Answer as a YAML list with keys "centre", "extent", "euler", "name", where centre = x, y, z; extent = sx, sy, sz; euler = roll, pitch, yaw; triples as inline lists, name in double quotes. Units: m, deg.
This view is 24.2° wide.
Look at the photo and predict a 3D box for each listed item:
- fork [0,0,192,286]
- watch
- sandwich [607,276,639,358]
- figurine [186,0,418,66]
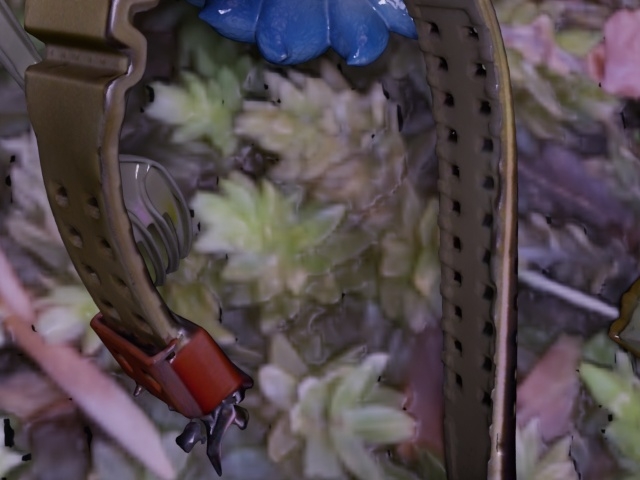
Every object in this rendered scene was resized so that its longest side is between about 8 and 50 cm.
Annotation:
- centre: [-0.091, -0.055, 0.489]
  extent: [0.034, 0.028, 0.219]
  euler: [-44, 134, -17]
  name: "fork"
- centre: [-0.006, -0.005, 0.506]
  extent: [0.164, 0.102, 0.268]
  euler: [-17, 110, -31]
  name: "watch"
- centre: [0.235, -0.025, 0.620]
  extent: [0.186, 0.108, 0.220]
  euler: [32, 76, -13]
  name: "sandwich"
- centre: [-0.015, -0.113, 0.561]
  extent: [0.114, 0.079, 0.114]
  euler: [1, 87, -23]
  name: "figurine"
